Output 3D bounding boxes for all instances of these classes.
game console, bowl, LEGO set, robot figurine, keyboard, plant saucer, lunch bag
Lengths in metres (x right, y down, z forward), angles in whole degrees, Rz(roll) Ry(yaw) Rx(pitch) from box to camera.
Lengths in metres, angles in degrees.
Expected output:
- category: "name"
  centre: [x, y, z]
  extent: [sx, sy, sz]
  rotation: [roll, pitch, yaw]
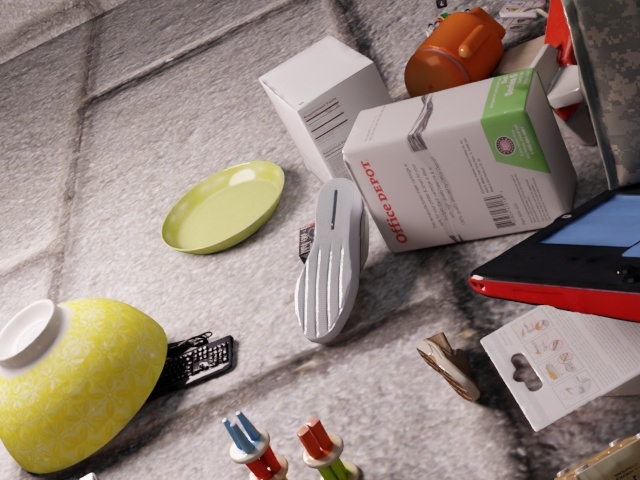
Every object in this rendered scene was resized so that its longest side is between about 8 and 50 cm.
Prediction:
- category: "game console"
  centre: [0.411, -0.010, 1.283]
  extent: [0.387, 0.060, 0.342]
  rotation: [-26, 24, -37]
- category: "bowl"
  centre: [-0.385, 0.179, 1.637]
  extent: [0.289, 0.156, 0.289]
  rotation: [-28, 32, 19]
- category: "LEGO set"
  centre: [0.309, -0.424, 2.117]
  extent: [0.244, 0.060, 0.182]
  rotation: [8, 43, 33]
- category: "robot figurine"
  centre: [0.227, -0.301, 1.908]
  extent: [0.158, 0.128, 0.219]
  rotation: [12, 51, 44]
- category: "keyboard"
  centre: [-0.220, 0.182, 1.651]
  extent: [0.192, 0.038, 0.100]
  rotation: [-22, 31, 10]
- category: "plant saucer"
  centre: [-0.164, -0.051, 1.945]
  extent: [0.241, 0.037, 0.241]
  rotation: [-20, 33, 14]
- category: "lunch bag"
  centre: [0.442, -0.237, 1.413]
  extent: [0.235, 0.287, 0.169]
  rotation: [-13, 24, 17]

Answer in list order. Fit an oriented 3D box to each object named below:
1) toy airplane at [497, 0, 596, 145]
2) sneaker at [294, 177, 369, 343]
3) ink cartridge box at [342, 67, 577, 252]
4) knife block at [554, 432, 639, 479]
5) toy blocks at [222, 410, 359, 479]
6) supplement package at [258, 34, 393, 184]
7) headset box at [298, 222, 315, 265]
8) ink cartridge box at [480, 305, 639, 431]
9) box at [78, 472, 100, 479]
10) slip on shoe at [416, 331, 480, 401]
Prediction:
- category: "toy airplane"
  centre: [0.436, -0.319, 1.683]
  extent: [0.384, 0.272, 0.386]
  rotation: [-58, 29, 29]
- category: "sneaker"
  centre: [0.031, 0.037, 1.616]
  extent: [0.094, 0.091, 0.258]
  rotation: [-3, 60, 29]
- category: "ink cartridge box"
  centre: [0.197, -0.106, 1.575]
  extent: [0.273, 0.198, 0.114]
  rotation: [-10, 36, 28]
- category: "knife block"
  centre: [0.322, 0.299, 1.017]
  extent: [0.088, 0.242, 0.275]
  rotation: [-29, -14, -1]
- category: "toy blocks"
  centre: [-0.038, 0.245, 1.303]
  extent: [0.123, 0.148, 0.054]
  rotation: [-23, 32, 10]
- category: "supplement package"
  centre: [0.031, -0.198, 1.840]
  extent: [0.149, 0.203, 0.194]
  rotation: [-33, 32, -6]
- category: "headset box"
  centre: [0.000, 0.000, 1.741]
  extent: [0.062, 0.032, 0.083]
  rotation: [-21, 31, 13]
- category: "ink cartridge box"
  centre: [0.325, 0.121, 1.293]
  extent: [0.232, 0.066, 0.189]
  rotation: [-35, 31, 6]
- category: "box"
  centre: [-0.227, 0.386, 1.168]
  extent: [0.149, 0.232, 0.127]
  rotation: [-33, 32, -7]
- category: "slip on shoe"
  centre: [0.165, 0.152, 1.373]
  extent: [0.041, 0.051, 0.135]
  rotation: [-36, 24, -7]
